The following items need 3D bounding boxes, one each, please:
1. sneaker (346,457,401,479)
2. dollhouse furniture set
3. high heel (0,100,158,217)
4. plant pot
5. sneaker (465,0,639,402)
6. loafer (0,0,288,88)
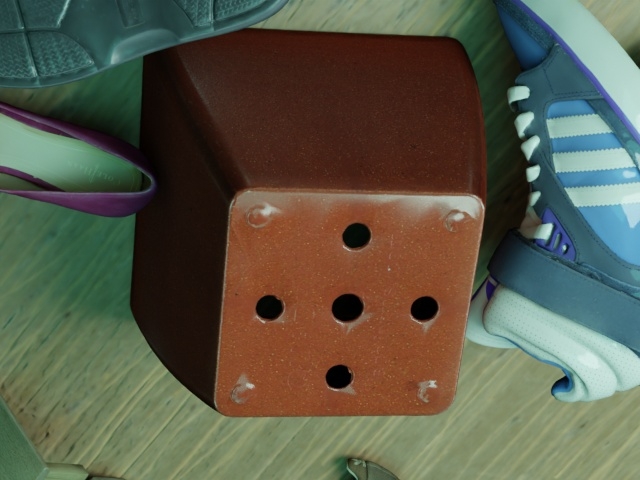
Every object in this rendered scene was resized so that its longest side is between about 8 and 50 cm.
[{"bbox_3d":[0.004,0.285,1.301,0.071,0.066,0.188,37,98,-7],"label":"sneaker"},{"bbox_3d":[-0.265,0.213,1.222,0.144,0.123,0.151,-50,149,13],"label":"dollhouse furniture set"},{"bbox_3d":[-0.242,-0.069,1.018,0.244,0.117,0.082,22,81,-22],"label":"high heel"},{"bbox_3d":[0.000,0.000,1.059,0.267,0.236,0.267,1,115,-12],"label":"plant pot"},{"bbox_3d":[0.172,-0.030,1.071,0.236,0.130,0.323,-39,84,12],"label":"sneaker"},{"bbox_3d":[-0.160,-0.175,1.023,0.302,0.095,0.109,-8,96,8],"label":"loafer"}]
